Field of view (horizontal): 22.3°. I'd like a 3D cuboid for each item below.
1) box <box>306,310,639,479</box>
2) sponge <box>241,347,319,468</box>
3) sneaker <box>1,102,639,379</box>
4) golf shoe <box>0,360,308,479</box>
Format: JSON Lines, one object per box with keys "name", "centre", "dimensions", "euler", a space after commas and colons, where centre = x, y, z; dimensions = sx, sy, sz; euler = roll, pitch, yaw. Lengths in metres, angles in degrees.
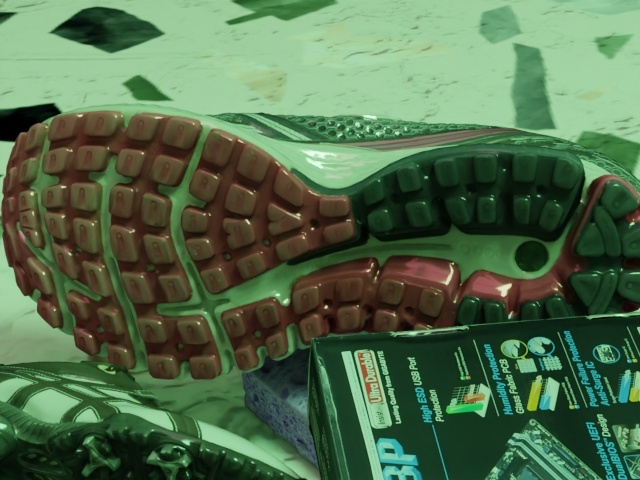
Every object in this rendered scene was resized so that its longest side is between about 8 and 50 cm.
{"name": "box", "centre": [0.096, 0.117, 0.568], "dimensions": [0.175, 0.051, 0.220], "euler": [-5, 41, -8]}
{"name": "sponge", "centre": [0.069, 0.088, 0.700], "dimensions": [0.117, 0.031, 0.210], "euler": [-20, 33, -28]}
{"name": "sneaker", "centre": [0.000, 0.000, 0.730], "dimensions": [0.299, 0.121, 0.112], "euler": [6, 14, 11]}
{"name": "golf shoe", "centre": [-0.083, 0.083, 0.673], "dimensions": [0.198, 0.077, 0.094], "euler": [9, 30, 18]}
